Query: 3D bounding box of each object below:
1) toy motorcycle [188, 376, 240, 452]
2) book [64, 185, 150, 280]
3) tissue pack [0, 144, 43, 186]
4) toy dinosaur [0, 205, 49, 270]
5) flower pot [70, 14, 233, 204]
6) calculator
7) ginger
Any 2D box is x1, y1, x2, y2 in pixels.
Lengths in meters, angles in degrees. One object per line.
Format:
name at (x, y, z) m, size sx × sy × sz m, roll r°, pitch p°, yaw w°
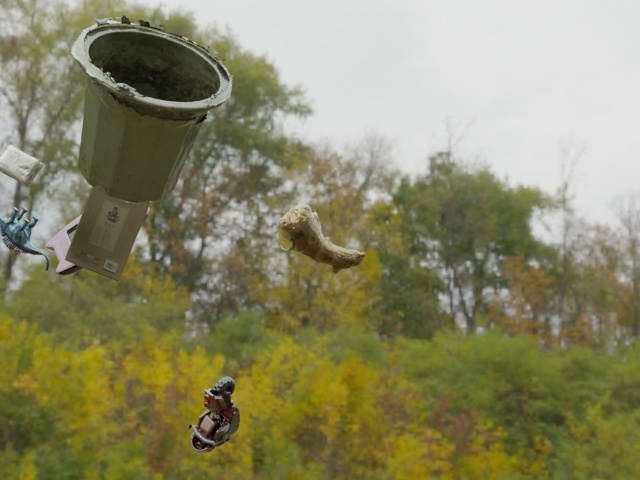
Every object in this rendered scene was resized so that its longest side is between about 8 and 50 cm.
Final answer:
toy motorcycle at (-0.242, 0.407, 1.999) m, size 0.084 × 0.213 × 0.118 m, roll 32°, pitch 43°, yaw 30°
book at (-0.483, -0.023, 1.991) m, size 0.138 × 0.199 × 0.016 m, roll 22°, pitch 0°, yaw 2°
tissue pack at (-0.661, -0.164, 1.925) m, size 0.083 × 0.062 × 0.042 m, roll 28°, pitch -13°, yaw 11°
toy dinosaur at (-0.607, -0.020, 1.770) m, size 0.197 × 0.080 × 0.045 m, roll 43°, pitch 18°, yaw 8°
flower pot at (-0.323, -0.227, 1.597) m, size 0.290 × 0.290 × 0.259 m, roll 8°, pitch -52°, yaw -19°
calculator at (-0.558, -0.030, 2.240) m, size 0.194 × 0.294 × 0.043 m, roll 47°, pitch -8°, yaw 50°
ginger at (0.000, 0.000, 2.295) m, size 0.294 × 0.131 × 0.086 m, roll 27°, pitch -4°, yaw -37°
